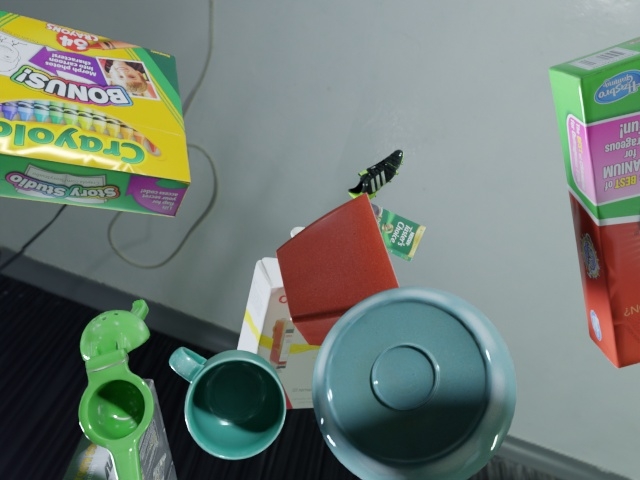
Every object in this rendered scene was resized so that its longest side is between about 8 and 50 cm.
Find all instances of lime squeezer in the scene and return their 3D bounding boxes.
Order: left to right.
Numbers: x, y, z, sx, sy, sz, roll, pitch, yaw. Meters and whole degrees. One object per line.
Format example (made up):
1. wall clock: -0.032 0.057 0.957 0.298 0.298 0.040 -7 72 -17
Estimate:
1. lime squeezer: -0.167 0.131 0.467 0.058 0.310 0.110 -4 129 -18

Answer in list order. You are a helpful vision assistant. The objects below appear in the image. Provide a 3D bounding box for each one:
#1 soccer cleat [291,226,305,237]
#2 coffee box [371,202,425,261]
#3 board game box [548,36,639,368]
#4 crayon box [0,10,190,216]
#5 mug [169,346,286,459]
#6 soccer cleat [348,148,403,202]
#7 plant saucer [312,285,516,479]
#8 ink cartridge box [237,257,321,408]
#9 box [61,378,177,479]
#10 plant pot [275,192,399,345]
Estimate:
1. soccer cleat: 0.000 0.000 1.619 0.196 0.068 0.076 28 145 21
2. coffee box: 0.208 -0.026 1.661 0.184 0.113 0.040 26 159 7
3. board game box: 0.371 -0.047 0.536 0.242 0.064 0.317 -18 114 7
4. crayon box: -0.408 -0.207 0.892 0.362 0.313 0.106 6 140 -29
5. mug: -0.118 0.201 0.756 0.129 0.097 0.158 -18 91 -8
6. soccer cleat: 0.145 -0.170 1.451 0.072 0.060 0.179 29 115 -26
7. plant saucer: 0.130 0.210 0.852 0.317 0.318 0.044 -9 150 16
8. ink cartridge box: -0.065 0.261 1.540 0.279 0.160 0.385 5 112 -23
9. box: -0.211 0.289 0.579 0.056 0.231 0.183 -2 119 0
10. plant pot: 0.046 0.097 1.260 0.235 0.267 0.267 -18 150 4
